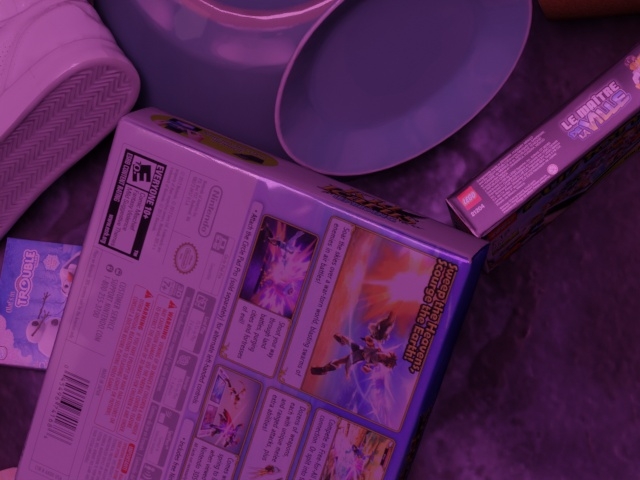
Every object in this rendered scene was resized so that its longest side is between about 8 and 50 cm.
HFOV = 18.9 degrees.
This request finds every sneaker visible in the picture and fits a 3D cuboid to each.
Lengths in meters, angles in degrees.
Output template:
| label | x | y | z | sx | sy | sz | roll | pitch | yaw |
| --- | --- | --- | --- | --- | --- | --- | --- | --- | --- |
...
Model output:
| label | x | y | z | sx | sy | sz | roll | pitch | yaw |
| --- | --- | --- | --- | --- | --- | --- | --- | --- | --- |
| sneaker | -0.272 | -0.084 | 1.356 | 0.292 | 0.108 | 0.169 | -37 | 56 | 9 |

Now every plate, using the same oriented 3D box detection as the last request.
| label | x | y | z | sx | sy | sz | roll | pitch | yaw |
| --- | --- | --- | --- | --- | --- | --- | --- | --- | --- |
| plate | 0.050 | -0.117 | 1.228 | 0.188 | 0.188 | 0.024 | -33 | 57 | 0 |

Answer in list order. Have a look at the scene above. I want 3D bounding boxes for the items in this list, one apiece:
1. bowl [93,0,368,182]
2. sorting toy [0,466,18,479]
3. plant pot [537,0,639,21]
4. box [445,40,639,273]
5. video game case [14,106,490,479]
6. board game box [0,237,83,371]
| label | x | y | z | sx | sy | sz | roll | pitch | yaw |
| --- | --- | --- | --- | --- | --- | --- | --- | --- | --- |
| bowl | -0.021 | -0.206 | 1.304 | 0.311 | 0.163 | 0.312 | -2 | 77 | 7 |
| sorting toy | -0.288 | 0.306 | 1.268 | 0.255 | 0.089 | 0.257 | -19 | 76 | 4 |
| plant pot | 0.240 | -0.248 | 1.249 | 0.254 | 0.237 | 0.237 | -23 | 76 | 8 |
| box | 0.175 | -0.066 | 1.270 | 0.207 | 0.114 | 0.036 | -39 | 76 | -1 |
| video game case | -0.048 | 0.082 | 1.245 | 0.244 | 0.061 | 0.270 | 23 | 108 | 14 |
| board game box | -0.182 | 0.047 | 1.344 | 0.090 | 0.020 | 0.090 | 6 | 79 | 11 |
